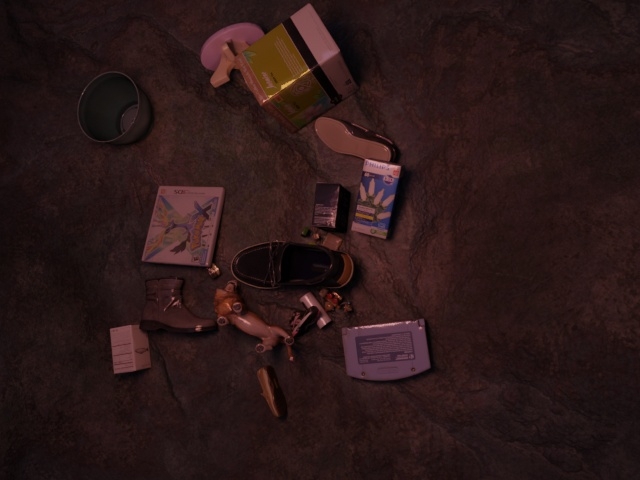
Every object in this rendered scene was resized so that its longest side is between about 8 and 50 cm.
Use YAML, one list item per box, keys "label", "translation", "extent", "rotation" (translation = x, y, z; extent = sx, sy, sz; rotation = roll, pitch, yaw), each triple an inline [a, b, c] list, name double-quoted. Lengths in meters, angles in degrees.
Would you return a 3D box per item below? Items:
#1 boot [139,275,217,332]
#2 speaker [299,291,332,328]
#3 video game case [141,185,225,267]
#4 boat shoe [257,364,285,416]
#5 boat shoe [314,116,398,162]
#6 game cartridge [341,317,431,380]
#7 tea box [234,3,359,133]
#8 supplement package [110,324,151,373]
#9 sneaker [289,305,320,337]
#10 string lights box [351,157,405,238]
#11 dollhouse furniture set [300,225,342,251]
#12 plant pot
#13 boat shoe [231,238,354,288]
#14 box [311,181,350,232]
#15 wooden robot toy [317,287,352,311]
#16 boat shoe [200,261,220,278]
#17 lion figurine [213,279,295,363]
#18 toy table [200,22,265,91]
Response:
- label: "boot"
  translation: [-0.559, 0.249, 1.977]
  extent: [0.338, 0.118, 0.222]
  rotation: [2, 79, 12]
- label: "speaker"
  translation: [-0.016, 0.257, 1.842]
  extent: [0.055, 0.055, 0.136]
  rotation: [-40, 75, 9]
- label: "video game case"
  translation: [-0.547, -0.062, 2.014]
  extent: [0.300, 0.036, 0.329]
  rotation: [3, 74, 17]
- label: "boat shoe"
  translation: [-0.186, 0.563, 1.859]
  extent: [0.072, 0.068, 0.190]
  rotation: [-29, 66, 24]
- label: "boat shoe"
  translation: [0.134, -0.368, 1.863]
  extent: [0.335, 0.095, 0.112]
  rotation: [30, 121, 21]
- label: "game cartridge"
  translation: [0.229, 0.386, 1.757]
  extent: [0.297, 0.062, 0.198]
  rotation: [-9, 86, 15]
- label: "tea box"
  translation: [-0.074, -0.600, 1.815]
  extent: [0.323, 0.329, 0.220]
  rotation: [-31, 77, 12]
- label: "supplement package"
  translation: [-0.760, 0.433, 2.014]
  extent: [0.105, 0.105, 0.179]
  rotation: [-12, 81, 15]
- label: "sneaker"
  translation: [-0.071, 0.280, 1.818]
  extent: [0.178, 0.072, 0.077]
  rotation: [-51, 59, 39]
- label: "string lights box"
  translation: [0.203, -0.151, 1.774]
  extent: [0.133, 0.077, 0.259]
  rotation: [15, 107, 18]
- label: "dollhouse furniture set"
  translation: [0.000, 0.000, 1.884]
  extent: [0.152, 0.058, 0.076]
  rotation: [25, 84, -2]
- label: "plant pot"
  translation: [-0.823, -0.523, 2.095]
  extent: [0.293, 0.196, 0.293]
  rotation: [-2, 83, 15]
- label: "boat shoe"
  translation: [-0.127, 0.084, 1.818]
  extent: [0.500, 0.156, 0.187]
  rotation: [2, 76, 28]
- label: "box"
  translation: [0.041, -0.116, 1.815]
  extent: [0.093, 0.156, 0.158]
  rotation: [5, 85, 18]
- label: "wooden robot toy"
  translation: [0.032, 0.221, 1.827]
  extent: [0.173, 0.076, 0.079]
  rotation: [39, 106, 17]
- label: "boat shoe"
  translation: [-0.459, 0.090, 1.985]
  extent: [0.152, 0.056, 0.049]
  rotation: [41, 62, 17]
- label: "lion figurine"
  translation: [-0.243, 0.308, 1.846]
  extent: [0.392, 0.240, 0.142]
  rotation: [41, 85, 2]
- label: "toy table"
  translation: [-0.329, -0.711, 1.966]
  extent: [0.274, 0.252, 0.161]
  rotation: [-30, 59, 20]
